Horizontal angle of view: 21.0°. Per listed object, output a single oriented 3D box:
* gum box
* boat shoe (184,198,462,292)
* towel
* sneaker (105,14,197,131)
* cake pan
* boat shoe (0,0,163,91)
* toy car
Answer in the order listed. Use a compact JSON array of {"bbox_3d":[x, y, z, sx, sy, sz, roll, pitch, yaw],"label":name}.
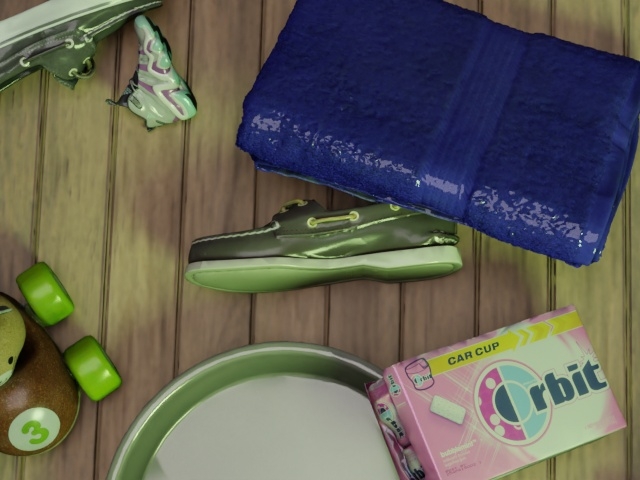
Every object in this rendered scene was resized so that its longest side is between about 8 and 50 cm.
[{"bbox_3d":[0.133,0.131,1.358,0.188,0.062,0.107,-16,77,-28],"label":"gum box"},{"bbox_3d":[0.000,0.000,1.424,0.227,0.081,0.069,-3,75,-5],"label":"boat shoe"},{"bbox_3d":[0.104,-0.099,1.415,0.308,0.076,0.228,19,49,6],"label":"towel"},{"bbox_3d":[-0.153,-0.136,1.462,0.069,0.038,0.098,-23,110,7],"label":"sneaker"},{"bbox_3d":[-0.029,0.229,1.388,0.293,0.054,0.293,0,78,2],"label":"cake pan"},{"bbox_3d":[-0.230,-0.161,1.470,0.228,0.080,0.076,-22,96,-5],"label":"boat shoe"},{"bbox_3d":[-0.263,0.095,1.357,0.155,0.188,0.149,-34,79,-4],"label":"toy car"}]
